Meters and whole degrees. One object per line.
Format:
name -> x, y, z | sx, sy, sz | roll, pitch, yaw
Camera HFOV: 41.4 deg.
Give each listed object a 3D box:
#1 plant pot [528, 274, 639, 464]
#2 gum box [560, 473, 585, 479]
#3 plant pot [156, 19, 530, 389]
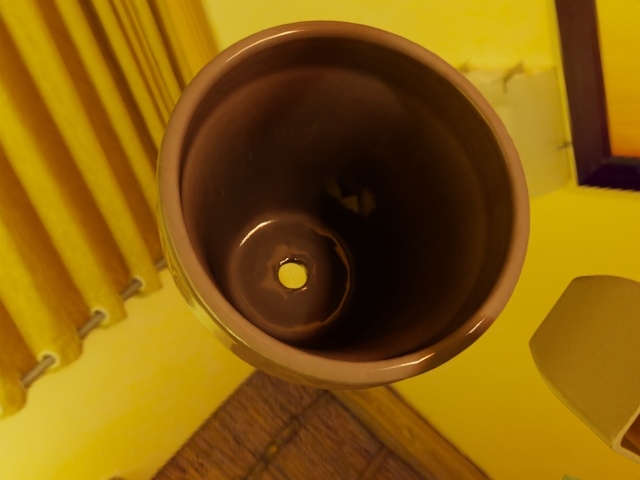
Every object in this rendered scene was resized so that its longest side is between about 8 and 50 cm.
plant pot -> 0.163, 0.064, 0.457 | 0.081, 0.081, 0.083 | -56, -136, 3
gum box -> 0.291, 0.355, 0.976 | 0.157, 0.041, 0.184 | -49, -178, -11
plant pot -> 0.000, 0.000, 0.668 | 0.263, 0.263, 0.229 | -32, 170, -20
